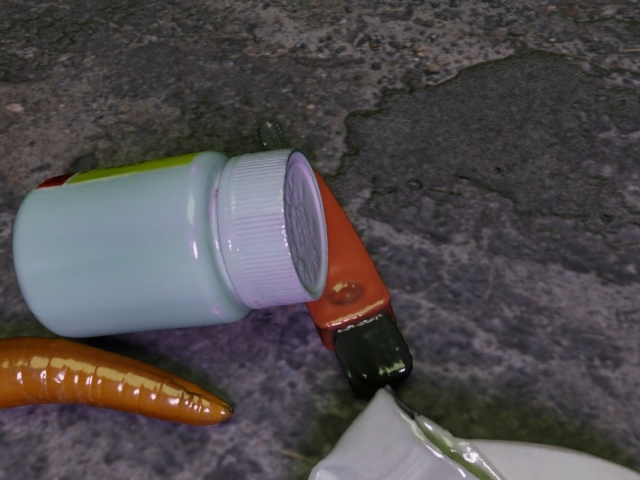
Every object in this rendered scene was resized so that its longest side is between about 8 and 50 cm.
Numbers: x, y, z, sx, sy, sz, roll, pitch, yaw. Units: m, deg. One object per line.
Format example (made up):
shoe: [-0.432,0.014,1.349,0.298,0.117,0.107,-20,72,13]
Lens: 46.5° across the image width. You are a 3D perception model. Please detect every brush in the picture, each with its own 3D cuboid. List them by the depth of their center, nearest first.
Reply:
brush: [0.000,0.000,0.681,0.070,0.051,0.323,-21,53,-3]

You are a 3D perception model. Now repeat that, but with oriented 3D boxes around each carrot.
carrot: [-0.203,0.110,0.594,0.271,0.062,0.066,-2,36,1]

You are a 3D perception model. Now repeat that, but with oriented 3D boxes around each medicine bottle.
medicine bottle: [-0.117,0.002,0.603,0.225,0.139,0.139,-7,48,15]

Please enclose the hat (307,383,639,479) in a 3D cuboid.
hat: [0.123,0.237,0.421,0.301,0.168,0.258,12,25,-15]
